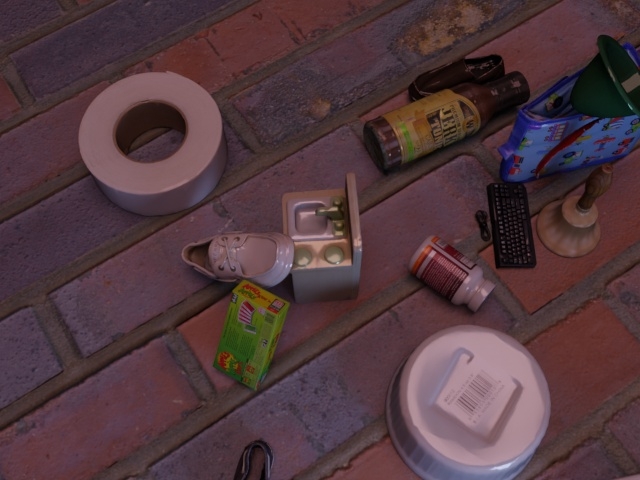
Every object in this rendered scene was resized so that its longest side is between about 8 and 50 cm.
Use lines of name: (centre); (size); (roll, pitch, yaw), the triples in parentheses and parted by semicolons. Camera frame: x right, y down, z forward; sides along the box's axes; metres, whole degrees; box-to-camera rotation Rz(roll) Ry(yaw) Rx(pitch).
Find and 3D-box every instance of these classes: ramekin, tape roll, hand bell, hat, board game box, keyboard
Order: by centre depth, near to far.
ramekin: (0.252, 0.276, 1.287); (0.277, 0.135, 0.277); (0, 66, 0)
board game box: (-0.122, 0.166, 1.320); (0.092, 0.181, 0.043); (27, 34, 12)
hat: (0.457, -0.238, 1.335); (0.208, 0.183, 0.173); (-16, 77, -52)
hand bell: (0.485, -0.074, 1.385); (0.126, 0.242, 0.126); (0, 65, 1)
keyboard: (0.360, -0.031, 1.487); (0.108, 0.023, 0.180); (-1, 65, 0)
tape roll: (-0.331, -0.196, 1.526); (0.286, 0.100, 0.286); (0, 66, 1)

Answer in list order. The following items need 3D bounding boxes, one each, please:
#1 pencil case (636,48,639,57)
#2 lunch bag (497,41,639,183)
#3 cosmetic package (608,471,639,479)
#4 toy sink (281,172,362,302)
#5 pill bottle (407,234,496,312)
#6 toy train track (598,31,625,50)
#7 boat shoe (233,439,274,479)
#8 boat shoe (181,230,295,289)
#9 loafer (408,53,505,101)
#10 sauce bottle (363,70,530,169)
pencil case: (0.765, -0.390, 1.610); (0.206, 0.088, 0.086); (-19, 65, -7)
lunch bag: (0.474, -0.213, 1.459); (0.293, 0.221, 0.138); (-24, 67, -10)
cosmetic package: (0.612, 0.421, 1.185); (0.365, 0.197, 0.155); (-12, 67, -3)
toy sink: (0.000, 0.000, 1.361); (0.131, 0.234, 0.153); (-4, 66, -2)
pill bottle: (0.244, 0.064, 1.410); (0.152, 0.086, 0.086); (37, 71, 16)
toy train track: (0.640, -0.434, 1.673); (0.083, 0.014, 0.048); (-37, 63, -21)
boat shoe: (-0.126, 0.432, 1.258); (0.075, 0.065, 0.206); (12, 66, 6)
boat shoe: (-0.154, 0.032, 1.336); (0.096, 0.277, 0.098); (16, 75, -38)
loafer: (0.288, -0.351, 1.601); (0.220, 0.078, 0.080); (-20, 67, -9)
sauce bottle: (0.260, -0.253, 1.540); (0.344, 0.111, 0.111); (-25, 68, -9)
